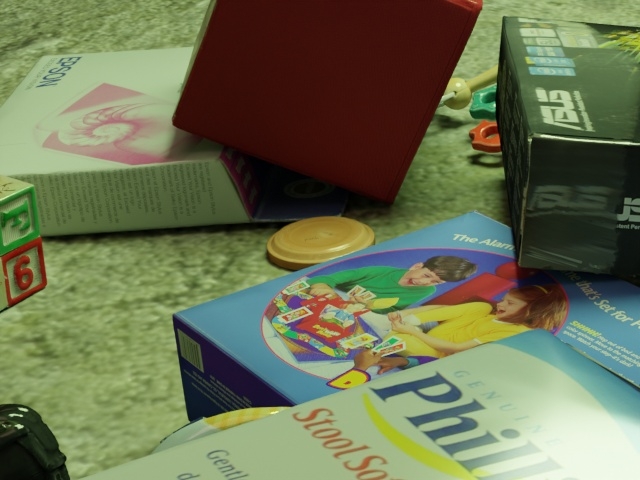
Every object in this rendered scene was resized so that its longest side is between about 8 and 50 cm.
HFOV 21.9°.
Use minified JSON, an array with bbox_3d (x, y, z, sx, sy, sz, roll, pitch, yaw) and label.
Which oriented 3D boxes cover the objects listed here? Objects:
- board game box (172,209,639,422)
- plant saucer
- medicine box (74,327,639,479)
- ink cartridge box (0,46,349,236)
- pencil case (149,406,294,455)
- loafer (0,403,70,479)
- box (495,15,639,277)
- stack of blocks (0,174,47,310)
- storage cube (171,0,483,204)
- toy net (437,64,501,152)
[{"bbox_3d":[0.100,0.096,0.939,0.233,0.078,0.347,-19,26,-26],"label":"board game box"},{"bbox_3d":[0.000,0.000,1.267,0.083,0.013,0.083,-6,23,3],"label":"plant saucer"},{"bbox_3d":[-0.006,0.203,0.488,0.289,0.263,0.149,-16,26,-21],"label":"medicine box"},{"bbox_3d":[-0.130,-0.099,1.463,0.330,0.071,0.324,-4,23,8],"label":"ink cartridge box"},{"bbox_3d":[-0.009,0.179,0.733,0.124,0.113,0.273,-30,26,1],"label":"pencil case"},{"bbox_3d":[-0.235,0.166,0.872,0.223,0.078,0.076,-27,6,-7],"label":"loafer"},{"bbox_3d":[0.287,-0.069,1.154,0.318,0.097,0.395,3,18,4],"label":"box"},{"bbox_3d":[-0.377,-0.005,1.260,0.297,0.087,0.171,16,32,33],"label":"stack of blocks"},{"bbox_3d":[0.007,-0.177,1.350,0.193,0.215,0.184,19,29,-7],"label":"storage cube"},{"bbox_3d":[0.141,-0.110,1.456,0.232,0.045,0.122,10,48,39],"label":"toy net"}]
